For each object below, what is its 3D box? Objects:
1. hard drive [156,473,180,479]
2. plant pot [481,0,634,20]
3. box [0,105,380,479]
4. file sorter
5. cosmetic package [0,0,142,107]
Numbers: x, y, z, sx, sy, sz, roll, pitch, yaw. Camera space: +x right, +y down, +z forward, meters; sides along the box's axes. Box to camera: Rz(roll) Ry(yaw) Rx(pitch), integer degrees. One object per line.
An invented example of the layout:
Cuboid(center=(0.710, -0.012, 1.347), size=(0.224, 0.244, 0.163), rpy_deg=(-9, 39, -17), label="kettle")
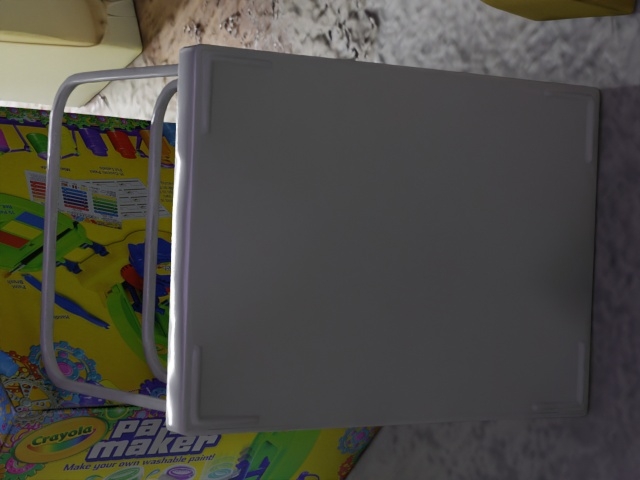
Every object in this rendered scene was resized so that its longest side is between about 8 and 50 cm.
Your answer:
Cuboid(center=(0.036, 0.302, 0.944), size=(0.353, 0.047, 0.233), rpy_deg=(20, 107, 14), label="hard drive")
Cuboid(center=(0.125, -0.173, 0.967), size=(0.081, 0.083, 0.081), rpy_deg=(4, 91, 50), label="plant pot")
Cuboid(center=(-0.155, 0.066, 1.134), size=(0.177, 0.290, 0.279), rpy_deg=(-59, 47, 31), label="box")
Cuboid(center=(0.000, 0.000, 0.968), size=(0.173, 0.278, 0.192), rpy_deg=(4, 92, 54), label="file sorter")
Cuboid(center=(-0.308, -0.205, 1.314), size=(0.113, 0.309, 0.160), rpy_deg=(-34, 65, 45), label="cosmetic package")
